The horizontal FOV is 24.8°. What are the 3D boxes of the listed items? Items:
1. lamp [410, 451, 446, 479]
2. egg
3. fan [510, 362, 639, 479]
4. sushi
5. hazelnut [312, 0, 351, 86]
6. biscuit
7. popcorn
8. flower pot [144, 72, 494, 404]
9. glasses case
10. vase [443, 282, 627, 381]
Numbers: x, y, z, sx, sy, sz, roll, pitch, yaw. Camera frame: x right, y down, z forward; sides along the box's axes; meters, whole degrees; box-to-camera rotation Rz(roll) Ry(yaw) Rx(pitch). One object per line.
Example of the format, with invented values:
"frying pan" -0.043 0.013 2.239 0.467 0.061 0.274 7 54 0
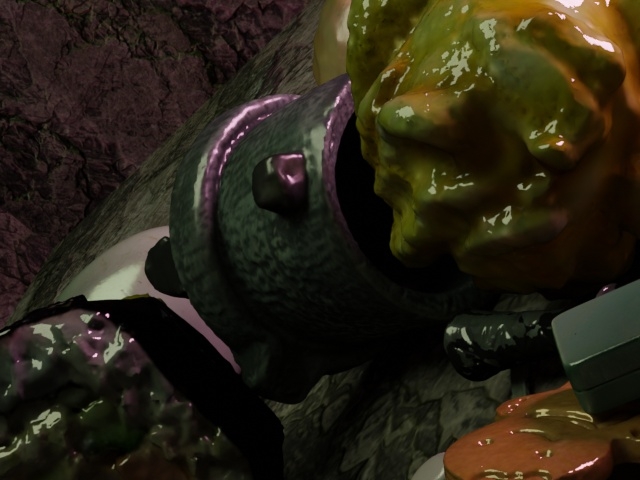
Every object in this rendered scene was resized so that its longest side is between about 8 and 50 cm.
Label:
"lamp" 0.075 0.211 0.883 0.179 0.108 0.246 -35 21 26
"egg" -0.225 0.148 1.716 0.371 0.230 0.230 -54 14 8
"fan" 0.139 0.175 1.006 0.229 0.011 0.335 -42 16 23
"sushi" -0.190 0.196 1.325 0.328 0.328 0.285 -47 1 11
"hazelnut" 0.107 -0.222 1.750 0.261 0.241 0.261 -60 -11 -20
"biscuit" 0.149 0.119 0.896 0.184 0.027 0.133 -18 15 -26
"popcorn" 0.139 -0.108 1.116 0.290 0.325 0.321 -42 2 -35
"flower pot" 0.000 0.000 1.356 0.283 0.299 0.299 -17 34 49
"glasses case" 0.235 0.042 0.886 0.184 0.039 0.078 -24 18 10
"vase" 0.164 0.070 1.075 0.167 0.059 0.059 -16 36 55
